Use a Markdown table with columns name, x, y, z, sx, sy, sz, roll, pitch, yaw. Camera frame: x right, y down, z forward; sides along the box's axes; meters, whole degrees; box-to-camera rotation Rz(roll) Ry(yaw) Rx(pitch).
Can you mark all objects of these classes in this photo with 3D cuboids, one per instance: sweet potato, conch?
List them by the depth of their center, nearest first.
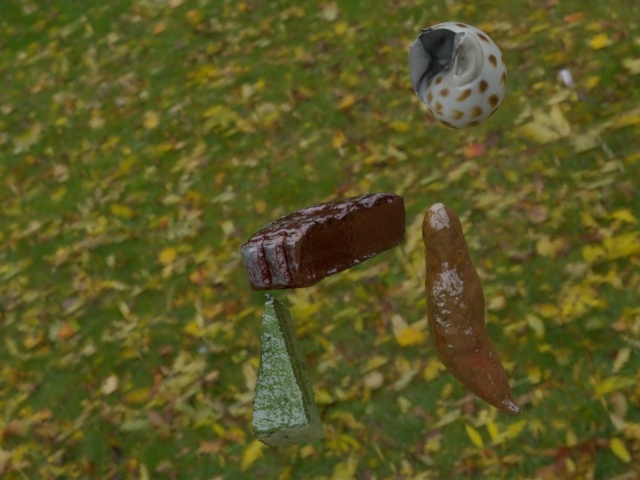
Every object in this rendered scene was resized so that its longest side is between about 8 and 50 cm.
| name | x | y | z | sx | sy | sz | roll | pitch | yaw |
| --- | --- | --- | --- | --- | --- | --- | --- | --- | --- |
| sweet potato | 0.206 | 0.112 | 1.865 | 0.106 | 0.355 | 0.095 | -10 | 16 | 39 |
| conch | 0.268 | -0.306 | 2.343 | 0.183 | 0.275 | 0.148 | 37 | 49 | 23 |

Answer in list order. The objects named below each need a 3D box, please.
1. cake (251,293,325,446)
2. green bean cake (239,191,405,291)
| name | x | y | z | sx | sy | sz | roll | pitch | yaw |
| --- | --- | --- | --- | --- | --- | --- | --- | --- | --- |
| cake | -0.043 | 0.205 | 1.962 | 0.099 | 0.100 | 0.235 | -3 | 70 | 19 |
| green bean cake | 0.000 | 0.000 | 1.923 | 0.198 | 0.097 | 0.232 | -7 | 13 | 36 |
